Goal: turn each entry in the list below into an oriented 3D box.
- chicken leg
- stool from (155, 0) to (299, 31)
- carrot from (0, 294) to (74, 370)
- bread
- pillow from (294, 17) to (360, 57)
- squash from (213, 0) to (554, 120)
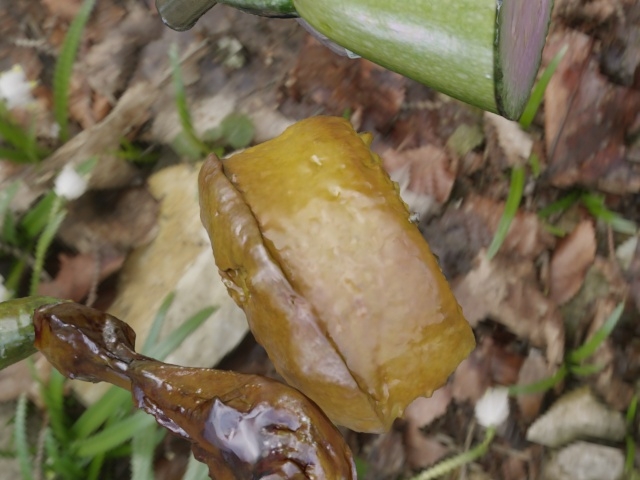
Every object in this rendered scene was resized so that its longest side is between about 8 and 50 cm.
[{"bbox_3d":[-0.095,0.109,1.145,0.304,0.093,0.113,28,162,34],"label":"chicken leg"},{"bbox_3d":[-0.011,-0.183,0.893,0.228,0.153,0.139,26,151,-29],"label":"stool"},{"bbox_3d":[-0.360,0.115,1.279,0.358,0.074,0.074,-21,105,-5],"label":"carrot"},{"bbox_3d":[0.000,0.000,1.497,0.194,0.340,0.179,-26,136,-3],"label":"bread"},{"bbox_3d":[-0.016,-0.234,1.343,0.233,0.038,0.131,34,140,-23],"label":"pillow"},{"bbox_3d":[0.016,-0.105,0.590,0.132,0.105,0.105,12,112,18],"label":"squash"}]
